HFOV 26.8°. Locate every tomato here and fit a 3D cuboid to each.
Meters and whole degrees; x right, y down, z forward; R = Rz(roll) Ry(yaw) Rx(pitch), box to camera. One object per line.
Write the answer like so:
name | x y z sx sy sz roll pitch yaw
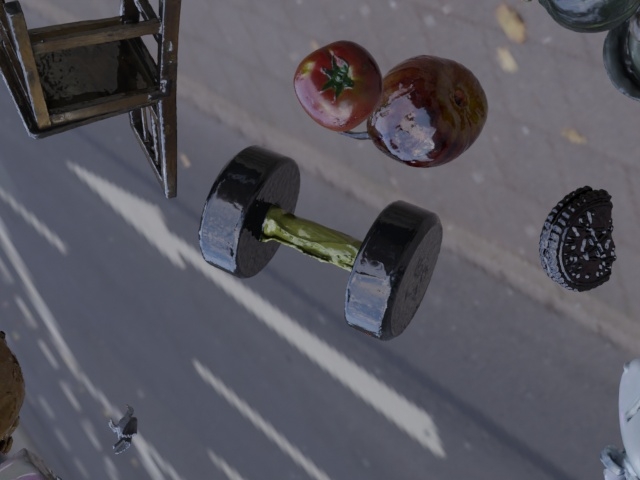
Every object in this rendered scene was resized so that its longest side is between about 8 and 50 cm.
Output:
tomato | 0.018 -0.148 1.299 0.087 0.087 0.075 55 171 6

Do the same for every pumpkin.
pumpkin | 0.255 -0.282 1.345 0.167 0.125 0.167 37 176 3

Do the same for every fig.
fig | 0.125 -0.159 1.804 0.148 0.202 0.149 52 -166 -1

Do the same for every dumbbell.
dumbbell | 0.000 0.000 2.006 0.323 0.203 0.203 23 149 18

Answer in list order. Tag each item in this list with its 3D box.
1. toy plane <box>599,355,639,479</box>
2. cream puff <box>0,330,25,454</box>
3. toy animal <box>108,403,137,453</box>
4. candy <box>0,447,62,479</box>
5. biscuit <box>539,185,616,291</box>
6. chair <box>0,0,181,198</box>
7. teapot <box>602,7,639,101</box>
toy plane | 0.445 0.228 1.714 0.123 0.266 0.267 28 163 -8
cream puff | -0.320 0.127 1.070 0.165 0.150 0.115 26 129 -14
toy animal | -0.217 0.203 1.469 0.084 0.028 0.050 124 141 -64
candy | -0.433 0.407 1.910 0.137 0.195 0.185 49 169 27
biscuit | 0.222 -0.001 1.131 0.087 0.089 0.027 22 -172 -35
chair | -0.342 -0.237 1.927 0.203 0.241 0.416 58 154 35
teapot | 0.485 -0.199 1.670 0.223 0.285 0.305 -25 59 46
